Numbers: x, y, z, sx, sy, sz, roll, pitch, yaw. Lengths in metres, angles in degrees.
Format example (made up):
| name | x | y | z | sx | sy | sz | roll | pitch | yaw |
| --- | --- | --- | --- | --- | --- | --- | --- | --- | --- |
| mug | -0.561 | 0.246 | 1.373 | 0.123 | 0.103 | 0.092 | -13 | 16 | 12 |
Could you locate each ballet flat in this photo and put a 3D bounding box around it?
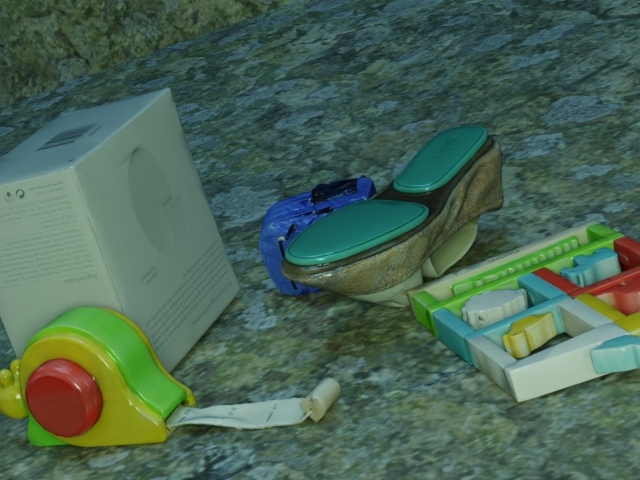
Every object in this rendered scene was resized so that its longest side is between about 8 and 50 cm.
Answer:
| name | x | y | z | sx | sy | sz | roll | pitch | yaw |
| --- | --- | --- | --- | --- | --- | --- | --- | --- | --- |
| ballet flat | 0.082 | -0.001 | 1.655 | 0.107 | 0.106 | 0.316 | 8 | 30 | 39 |

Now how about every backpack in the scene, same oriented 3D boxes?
| name | x | y | z | sx | sy | sz | roll | pitch | yaw |
| --- | --- | --- | --- | --- | --- | --- | --- | --- | --- |
| backpack | 0.000 | 0.000 | 1.738 | 0.120 | 0.098 | 0.101 | -12 | 19 | 11 |

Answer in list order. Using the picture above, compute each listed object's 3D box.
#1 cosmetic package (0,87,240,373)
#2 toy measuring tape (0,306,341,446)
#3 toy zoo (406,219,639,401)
| name | x | y | z | sx | sy | sz | roll | pitch | yaw |
| --- | --- | --- | --- | --- | --- | --- | --- | --- | --- |
| cosmetic package | -0.205 | 0.006 | 1.701 | 0.138 | 0.225 | 0.224 | -12 | 18 | 24 |
| toy measuring tape | -0.146 | 0.109 | 1.523 | 0.330 | 0.121 | 0.121 | -7 | 20 | 28 |
| toy zoo | 0.206 | 0.057 | 1.485 | 0.192 | 0.030 | 0.293 | -21 | 18 | -12 |
